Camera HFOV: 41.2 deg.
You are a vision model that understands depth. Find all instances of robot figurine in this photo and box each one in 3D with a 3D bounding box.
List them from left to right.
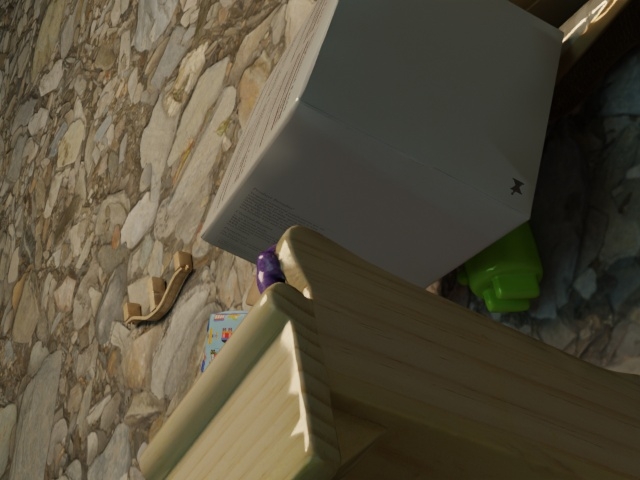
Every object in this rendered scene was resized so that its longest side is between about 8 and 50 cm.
[{"bbox_3d":[0.161,0.008,0.771,0.101,0.067,0.115,103,161,-58],"label":"robot figurine"}]

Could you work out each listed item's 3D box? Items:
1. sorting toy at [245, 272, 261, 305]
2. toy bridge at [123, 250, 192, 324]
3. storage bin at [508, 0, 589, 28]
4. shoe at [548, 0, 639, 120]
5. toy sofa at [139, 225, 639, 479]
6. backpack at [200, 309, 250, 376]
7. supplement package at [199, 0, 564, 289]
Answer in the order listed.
[{"bbox_3d":[0.000,0.000,1.004,0.208,0.038,0.193,3,68,59],"label":"sorting toy"},{"bbox_3d":[-0.256,0.087,1.340,0.188,0.026,0.063,-40,50,38],"label":"toy bridge"},{"bbox_3d":[0.175,-0.319,0.836,0.260,0.123,0.262,-37,50,40],"label":"storage bin"},{"bbox_3d":[0.250,-0.193,0.724,0.219,0.076,0.058,-45,49,37],"label":"shoe"},{"bbox_3d":[0.087,0.150,0.514,0.150,0.362,0.177,-53,29,26],"label":"toy sofa"},{"bbox_3d":[-0.067,0.173,0.974,0.158,0.117,0.173,-1,77,53],"label":"backpack"},{"bbox_3d":[0.047,-0.088,0.761,0.262,0.199,0.198,-44,24,58],"label":"supplement package"}]
